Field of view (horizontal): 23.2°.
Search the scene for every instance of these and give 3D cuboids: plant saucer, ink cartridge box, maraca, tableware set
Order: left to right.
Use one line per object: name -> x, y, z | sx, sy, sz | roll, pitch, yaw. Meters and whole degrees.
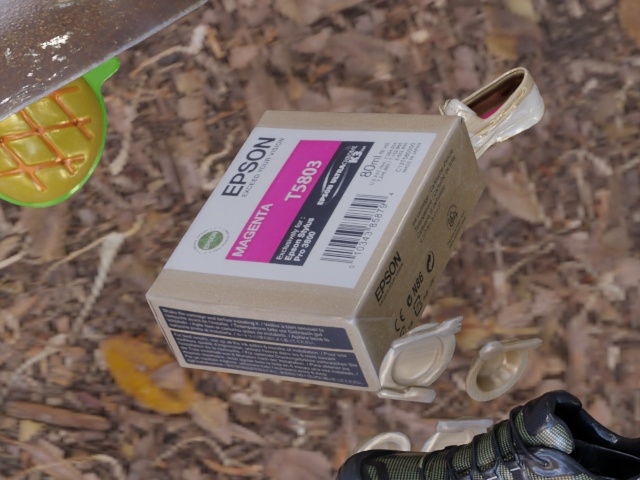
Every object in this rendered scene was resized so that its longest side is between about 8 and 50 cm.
plant saucer -> -0.183, -0.066, 0.722 | 0.310, 0.310, 0.050 | -36, 103, -27
maraca -> -0.261, -0.123, 1.479 | 0.127, 0.099, 0.186 | 18, 90, -14
ink cartridge box -> 0.000, 0.000, 1.255 | 0.235, 0.193, 0.088 | -61, 143, -37
tableware set -> 0.085, 0.123, 1.123 | 0.141, 0.020, 0.169 | -1, 124, -37

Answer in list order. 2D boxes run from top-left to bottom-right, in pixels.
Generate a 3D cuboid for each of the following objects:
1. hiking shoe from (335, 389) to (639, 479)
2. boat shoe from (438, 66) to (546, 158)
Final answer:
hiking shoe -> 0.122, 0.138, 0.975 | 0.227, 0.086, 0.114 | 3, 117, 8
boat shoe -> 0.139, -0.113, 1.511 | 0.170, 0.063, 0.059 | -33, 127, -15
